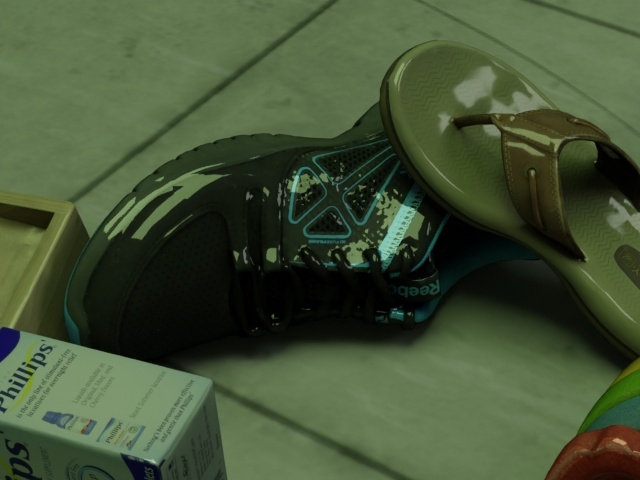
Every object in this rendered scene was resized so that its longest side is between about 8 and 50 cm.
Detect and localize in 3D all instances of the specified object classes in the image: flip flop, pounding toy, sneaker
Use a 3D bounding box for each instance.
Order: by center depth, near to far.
[{"bbox_3d":[0.157,-0.028,1.166,0.277,0.080,0.112,45,61,4],"label":"flip flop"},{"bbox_3d":[0.000,0.000,1.203,0.340,0.125,0.140,-25,49,-21],"label":"sneaker"},{"bbox_3d":[-0.225,0.030,1.222,0.141,0.100,0.130,9,55,20],"label":"pounding toy"}]

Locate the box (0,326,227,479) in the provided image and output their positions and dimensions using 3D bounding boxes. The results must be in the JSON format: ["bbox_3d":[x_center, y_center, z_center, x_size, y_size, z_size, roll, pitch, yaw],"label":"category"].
[{"bbox_3d":[-0.128,0.128,1.052,0.137,0.126,0.072,12,43,20],"label":"box"}]

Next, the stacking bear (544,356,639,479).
[{"bbox_3d":[0.217,0.115,1.017,0.175,0.164,0.289,24,33,6],"label":"stacking bear"}]
